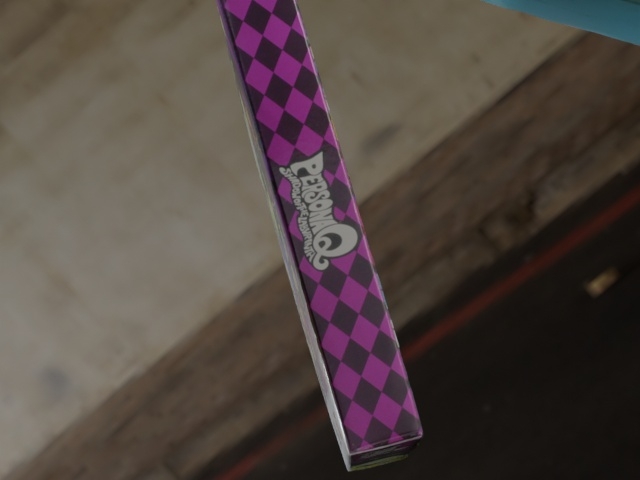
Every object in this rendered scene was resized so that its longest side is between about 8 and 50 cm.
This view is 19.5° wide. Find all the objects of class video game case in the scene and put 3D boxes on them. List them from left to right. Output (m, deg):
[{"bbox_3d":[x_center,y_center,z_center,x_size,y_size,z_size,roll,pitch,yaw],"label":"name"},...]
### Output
[{"bbox_3d":[0.000,0.000,0.948,0.042,0.232,0.210,-16,-8,-2],"label":"video game case"}]

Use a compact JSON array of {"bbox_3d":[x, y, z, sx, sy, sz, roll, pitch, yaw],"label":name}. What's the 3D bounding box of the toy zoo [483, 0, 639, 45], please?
[{"bbox_3d":[0.097,-0.090,0.283,0.192,0.293,0.030,82,-149,-54],"label":"toy zoo"}]
